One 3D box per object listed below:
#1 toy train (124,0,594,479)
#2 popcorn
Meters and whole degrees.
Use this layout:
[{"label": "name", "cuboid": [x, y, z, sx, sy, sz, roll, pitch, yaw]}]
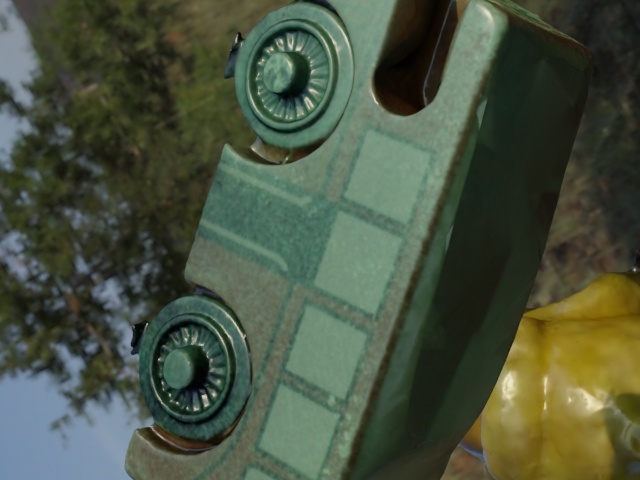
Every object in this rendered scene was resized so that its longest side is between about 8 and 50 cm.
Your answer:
[{"label": "toy train", "cuboid": [0.015, 0.013, 0.639, 0.159, 0.326, 0.129, 25, -169, 33]}, {"label": "popcorn", "cuboid": [0.250, 0.144, 1.166, 0.297, 0.281, 0.316, 19, 180, -35]}]
